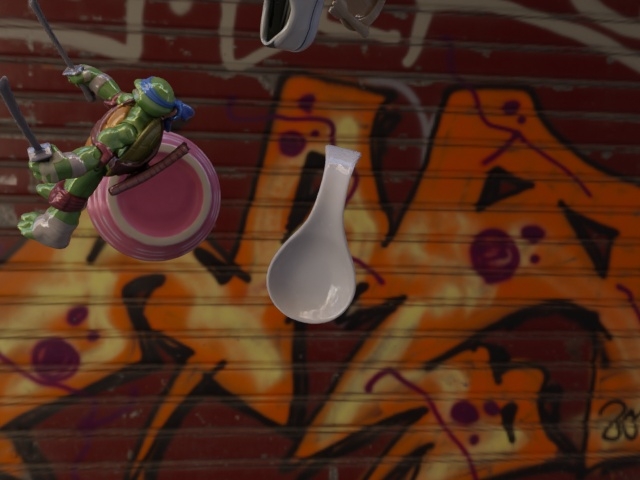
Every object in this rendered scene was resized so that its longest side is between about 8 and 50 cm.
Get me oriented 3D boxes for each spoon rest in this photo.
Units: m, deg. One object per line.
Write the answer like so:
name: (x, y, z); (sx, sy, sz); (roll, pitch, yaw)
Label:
spoon rest: (0.000, 0.000, 0.899); (0.137, 0.276, 0.084); (13, 16, 1)

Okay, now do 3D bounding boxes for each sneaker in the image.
sneaker: (-0.034, -0.414, 0.922); (0.094, 0.258, 0.091); (31, 36, 29)

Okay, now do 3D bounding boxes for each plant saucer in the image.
plant saucer: (-0.402, -0.111, 1.488); (0.332, 0.331, 0.084); (-1, 3, -26)

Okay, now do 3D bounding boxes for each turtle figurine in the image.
turtle figurine: (-0.330, -0.137, 0.771); (0.275, 0.197, 0.266); (3, -43, -50)

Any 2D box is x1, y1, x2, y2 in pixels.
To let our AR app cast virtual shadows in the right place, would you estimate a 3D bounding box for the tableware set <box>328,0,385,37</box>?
tableware set: (0.049, -0.246, 0.445); (0.020, 0.168, 0.141); (32, -5, 31)
